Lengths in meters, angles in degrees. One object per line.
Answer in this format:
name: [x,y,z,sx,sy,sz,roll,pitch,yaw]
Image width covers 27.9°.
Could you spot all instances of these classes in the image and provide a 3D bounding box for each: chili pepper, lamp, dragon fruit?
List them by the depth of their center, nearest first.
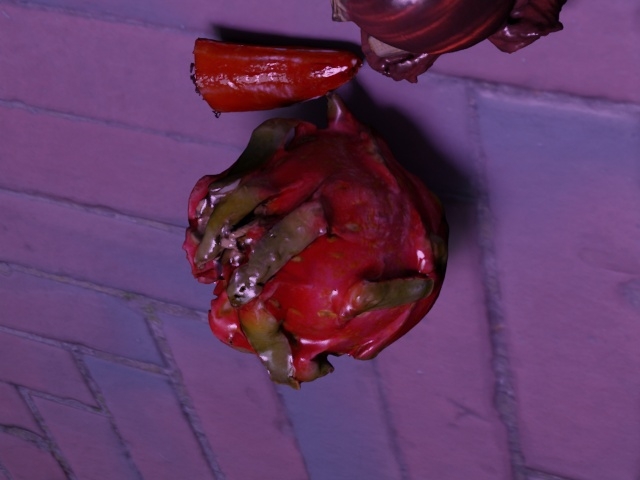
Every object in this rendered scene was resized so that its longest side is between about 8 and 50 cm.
lamp: [0.082,-0.204,1.019,0.215,0.151,0.223,-1,138,41]
chili pepper: [-0.034,-0.163,1.234,0.169,0.064,0.088,0,152,28]
dragon fruit: [-0.007,0.008,1.237,0.237,0.303,0.231,-41,74,27]
